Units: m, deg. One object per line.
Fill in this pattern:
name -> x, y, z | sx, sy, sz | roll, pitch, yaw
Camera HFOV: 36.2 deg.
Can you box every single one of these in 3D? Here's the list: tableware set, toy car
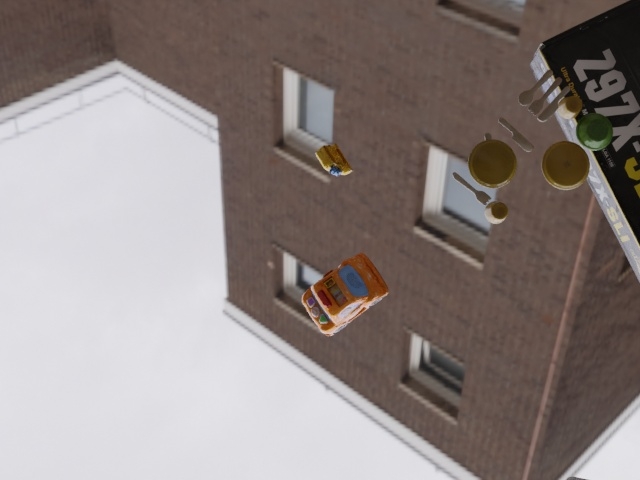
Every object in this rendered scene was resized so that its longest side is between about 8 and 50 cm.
tableware set -> 0.211, -0.083, 0.964 | 0.104, 0.024, 0.154 | 42, -94, 1
toy car -> 0.000, 0.000, 0.641 | 0.060, 0.122, 0.040 | -20, 173, 22

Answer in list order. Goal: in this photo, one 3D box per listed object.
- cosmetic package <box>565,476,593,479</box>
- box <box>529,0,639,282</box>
cosmetic package -> 0.221, 0.295, 0.546 | 0.217, 0.385, 0.156 | 8, -126, 19
box -> 0.412, -0.116, 1.052 | 0.257, 0.079, 0.322 | -25, -95, 3
